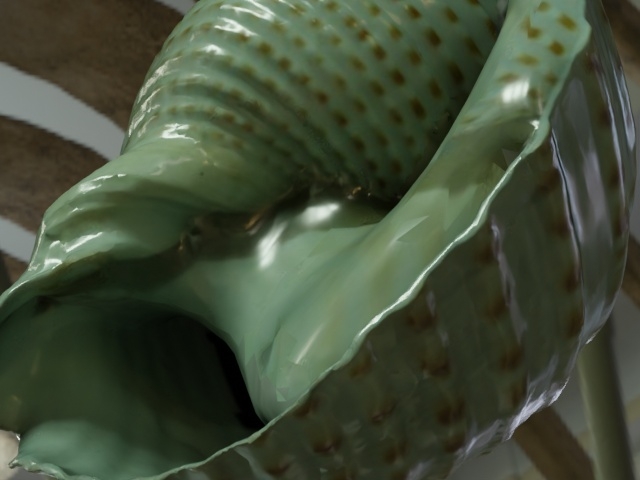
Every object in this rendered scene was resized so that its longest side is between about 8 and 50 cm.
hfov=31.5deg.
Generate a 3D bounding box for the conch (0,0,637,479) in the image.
[{"bbox_3d":[0.012,0.007,0.531,0.215,0.303,0.319,43,-100,-33],"label":"conch"}]
